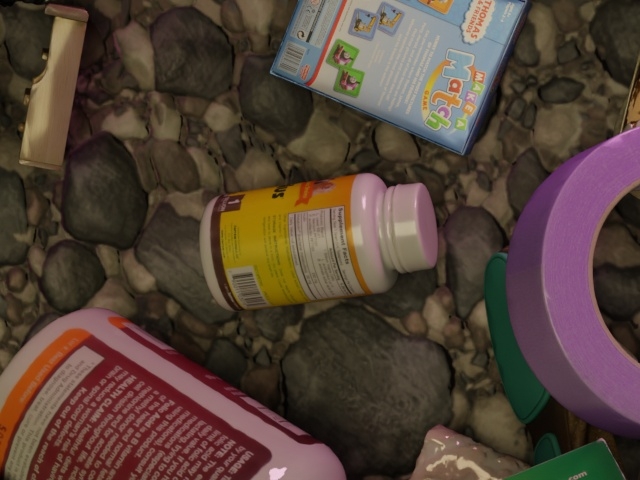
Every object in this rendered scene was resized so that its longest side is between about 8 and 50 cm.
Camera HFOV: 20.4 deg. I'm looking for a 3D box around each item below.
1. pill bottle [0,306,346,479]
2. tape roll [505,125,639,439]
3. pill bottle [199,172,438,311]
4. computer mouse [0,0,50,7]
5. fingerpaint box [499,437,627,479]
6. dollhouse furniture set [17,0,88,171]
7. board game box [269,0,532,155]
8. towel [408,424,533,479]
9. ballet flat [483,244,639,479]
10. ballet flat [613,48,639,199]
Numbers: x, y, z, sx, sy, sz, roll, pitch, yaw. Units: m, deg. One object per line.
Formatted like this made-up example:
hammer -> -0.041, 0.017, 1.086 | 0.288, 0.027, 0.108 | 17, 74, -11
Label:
pill bottle -> -0.117, 0.247, 1.671 | 0.392, 0.224, 0.224 | 30, 101, 25
tape roll -> 0.306, 0.037, 1.568 | 0.275, 0.090, 0.274 | 2, 81, -16
pill bottle -> 0.000, 0.000, 1.712 | 0.215, 0.117, 0.117 | -8, 90, 16
computer mouse -> -0.222, -0.311, 1.778 | 0.262, 0.184, 0.060 | -49, 118, -19
fingerpaint box -> 0.102, 0.417, 1.486 | 0.445, 0.163, 0.371 | -23, 124, 2
dollhouse furniture set -> -0.365, -0.174, 1.771 | 0.242, 0.212, 0.161 | 10, 98, -11
board game box -> 0.076, -0.195, 1.721 | 0.211, 0.039, 0.160 | 25, 99, 15
towel -> 0.194, 0.381, 1.689 | 0.332, 0.053, 0.317 | 25, 101, 8
ballet flat -> 0.244, 0.162, 1.636 | 0.124, 0.116, 0.342 | -2, 61, -18
ballet flat -> 0.302, -0.121, 1.651 | 0.057, 0.052, 0.168 | 9, 95, 16
